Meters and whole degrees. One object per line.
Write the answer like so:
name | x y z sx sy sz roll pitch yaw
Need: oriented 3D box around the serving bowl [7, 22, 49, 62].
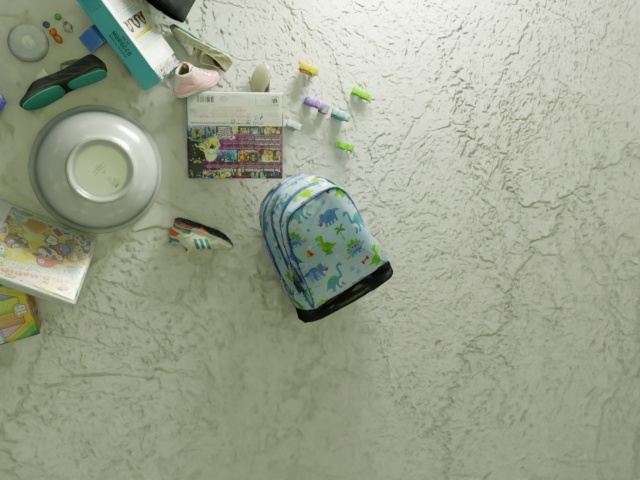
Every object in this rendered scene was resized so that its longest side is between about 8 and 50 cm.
serving bowl | -0.637 -0.433 1.365 0.083 0.027 0.083 -3 97 -23

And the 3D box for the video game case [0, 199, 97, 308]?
video game case | -0.618 0.027 1.354 0.227 0.206 0.026 26 127 -23

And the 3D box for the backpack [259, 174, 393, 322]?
backpack | 0.000 0.000 1.582 0.290 0.273 0.355 -28 94 -10

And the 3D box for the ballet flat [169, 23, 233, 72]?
ballet flat | -0.288 -0.454 1.492 0.168 0.057 0.052 23 97 -23

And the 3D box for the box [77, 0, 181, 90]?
box | -0.425 -0.466 1.395 0.244 0.060 0.100 55 37 -23

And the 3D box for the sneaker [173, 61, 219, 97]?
sneaker | -0.290 -0.390 1.471 0.134 0.051 0.070 -37 151 -35

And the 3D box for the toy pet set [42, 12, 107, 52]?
toy pet set | -0.528 -0.472 1.383 0.122 0.065 0.114 -41 108 -12

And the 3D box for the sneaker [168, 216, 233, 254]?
sneaker | -0.299 0.003 1.552 0.161 0.057 0.075 22 105 -24

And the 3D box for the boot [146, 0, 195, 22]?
boot | -0.217 -0.690 1.436 0.367 0.146 0.445 34 79 -12

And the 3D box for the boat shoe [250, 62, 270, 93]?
boat shoe | -0.147 -0.372 1.566 0.049 0.043 0.137 7 93 18

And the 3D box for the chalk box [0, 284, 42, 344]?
chalk box | -0.730 0.161 1.347 0.213 0.132 0.132 -16 102 -19

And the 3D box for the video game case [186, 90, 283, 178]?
video game case | -0.207 -0.255 1.524 0.232 0.042 0.210 -1 97 -6

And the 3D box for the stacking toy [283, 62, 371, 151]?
stacking toy | 0.020 -0.342 1.632 0.221 0.052 0.166 18 90 -24

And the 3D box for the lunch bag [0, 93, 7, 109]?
lunch bag | -0.787 -0.270 1.241 0.293 0.138 0.221 -62 142 -22

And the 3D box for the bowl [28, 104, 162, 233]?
bowl | -0.496 -0.157 1.402 0.298 0.134 0.297 -3 98 -21

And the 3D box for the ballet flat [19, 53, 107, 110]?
ballet flat | -0.575 -0.356 1.385 0.203 0.074 0.074 -28 106 -10
